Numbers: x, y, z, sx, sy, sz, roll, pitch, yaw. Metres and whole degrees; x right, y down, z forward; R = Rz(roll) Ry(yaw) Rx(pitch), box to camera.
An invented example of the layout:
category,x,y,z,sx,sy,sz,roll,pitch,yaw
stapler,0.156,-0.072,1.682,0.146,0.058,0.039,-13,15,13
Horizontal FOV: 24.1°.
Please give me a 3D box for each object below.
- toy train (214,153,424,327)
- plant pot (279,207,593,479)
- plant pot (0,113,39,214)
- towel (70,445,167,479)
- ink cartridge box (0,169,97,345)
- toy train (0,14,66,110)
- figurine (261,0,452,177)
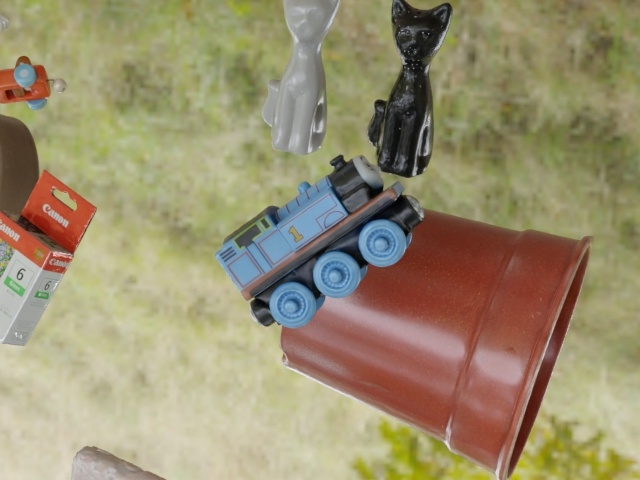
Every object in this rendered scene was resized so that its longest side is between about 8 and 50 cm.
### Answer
category,x,y,z,sx,sy,sz,roll,pitch,yaw
toy train,0.000,0.000,1.333,0.184,0.105,0.080,-35,-177,13
plant pot,0.115,0.080,1.566,0.265,0.273,0.272,20,-175,13
plant pot,-0.493,-0.051,1.783,0.229,0.263,0.263,18,173,-37
towel,-0.136,0.409,1.676,0.331,0.317,0.053,20,-144,19
ink cartridge box,-0.212,0.011,1.071,0.063,0.115,0.029,34,-171,28
toy train,-0.292,-0.161,1.278,0.125,0.046,0.166,-10,159,2
figurine,0.040,-0.201,1.772,0.214,0.210,0.092,12,-150,6
